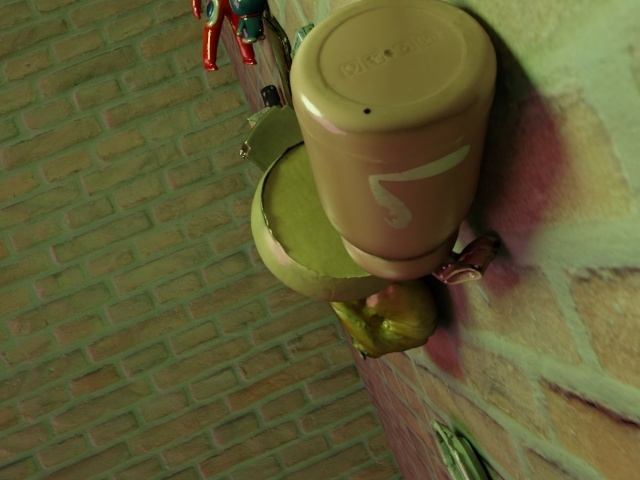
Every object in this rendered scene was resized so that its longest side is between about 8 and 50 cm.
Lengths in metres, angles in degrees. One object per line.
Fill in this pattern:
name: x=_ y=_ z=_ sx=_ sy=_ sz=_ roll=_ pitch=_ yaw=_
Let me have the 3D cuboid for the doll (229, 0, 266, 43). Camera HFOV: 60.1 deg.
doll: x=-0.176 y=-0.566 z=1.356 sx=0.085 sy=0.114 sz=0.152 roll=13 pitch=127 yaw=34

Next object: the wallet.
wallet: x=-0.089 y=-0.430 z=1.405 sx=0.255 sy=0.031 sz=0.137 roll=75 pitch=170 yaw=-55

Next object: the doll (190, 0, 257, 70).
doll: x=-0.244 y=-0.630 z=1.386 sx=0.099 sy=0.188 sz=0.384 roll=20 pitch=126 yaw=44

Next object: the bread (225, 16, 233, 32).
bread: x=-0.242 y=-0.687 z=1.610 sx=0.236 sy=0.069 sz=0.236 roll=156 pitch=90 yaw=-82

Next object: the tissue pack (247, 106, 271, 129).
tissue pack: x=-0.103 y=-0.257 z=1.661 sx=0.215 sy=0.122 sz=0.257 roll=46 pitch=163 yaw=57

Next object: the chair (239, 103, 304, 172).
chair: x=-0.079 y=-0.217 z=1.288 sx=0.183 sy=0.176 sz=0.326 roll=38 pitch=180 yaw=-8

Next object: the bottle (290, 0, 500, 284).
bottle: x=0.089 y=-0.066 z=0.562 sx=0.206 sy=0.173 sz=0.297 roll=27 pitch=155 yaw=23

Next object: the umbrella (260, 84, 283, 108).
umbrella: x=-0.127 y=-0.343 z=1.784 sx=0.090 sy=0.094 sz=0.326 roll=37 pitch=153 yaw=50

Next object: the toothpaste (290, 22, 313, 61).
toothpaste: x=-0.031 y=-0.374 z=1.084 sx=0.046 sy=0.034 sz=0.164 roll=64 pitch=174 yaw=-6

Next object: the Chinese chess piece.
Chinese chess piece: x=0.024 y=-0.034 z=0.810 sx=0.103 sy=0.249 sz=0.250 roll=106 pitch=142 yaw=-63

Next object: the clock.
clock: x=0.306 y=0.482 z=1.158 sx=0.236 sy=0.053 sz=0.237 roll=157 pitch=90 yaw=-87

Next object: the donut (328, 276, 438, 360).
donut: x=0.081 y=0.056 z=1.011 sx=0.361 sy=0.169 sz=0.360 roll=61 pitch=-178 yaw=-4
